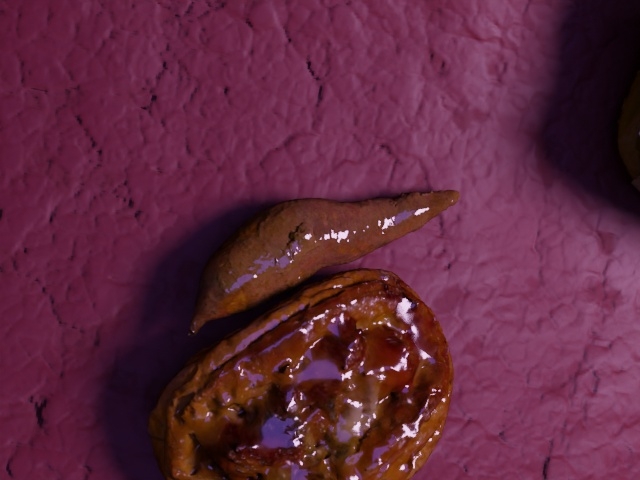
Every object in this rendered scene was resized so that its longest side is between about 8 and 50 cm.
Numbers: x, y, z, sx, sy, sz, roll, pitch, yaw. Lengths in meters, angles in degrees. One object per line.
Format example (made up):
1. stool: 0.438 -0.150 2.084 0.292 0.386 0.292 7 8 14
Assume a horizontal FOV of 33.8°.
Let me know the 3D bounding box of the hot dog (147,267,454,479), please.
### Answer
1. hot dog: -0.008 0.115 0.746 0.227 0.099 0.160 -37 100 -7

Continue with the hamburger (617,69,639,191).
1. hamburger: 0.307 -0.107 0.766 0.235 0.125 0.214 33 82 -13

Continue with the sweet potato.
1. sweet potato: -0.004 -0.005 0.757 0.226 0.068 0.068 -25 97 -15
